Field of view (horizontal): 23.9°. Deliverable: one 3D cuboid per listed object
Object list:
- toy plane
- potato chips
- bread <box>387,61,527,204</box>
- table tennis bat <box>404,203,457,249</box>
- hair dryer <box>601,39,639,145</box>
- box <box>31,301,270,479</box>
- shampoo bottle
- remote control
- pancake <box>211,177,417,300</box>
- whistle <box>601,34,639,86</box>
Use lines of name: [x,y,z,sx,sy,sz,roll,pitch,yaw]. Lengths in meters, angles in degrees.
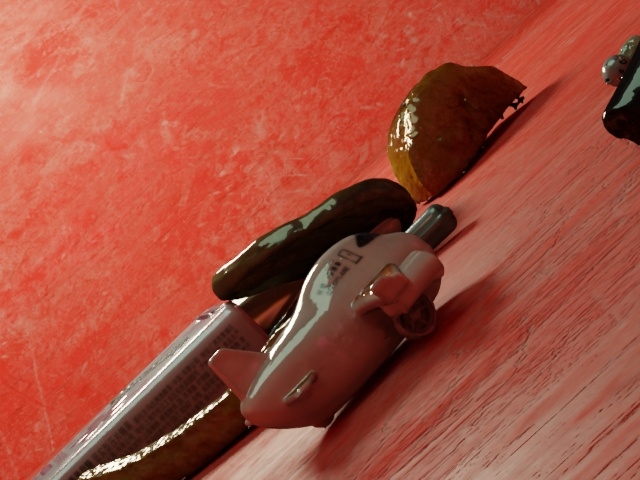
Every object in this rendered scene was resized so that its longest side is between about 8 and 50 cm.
toy plane: [0.013,0.074,1.331,0.245,0.117,0.244,-44,3,3]
potato chips: [-0.132,0.203,1.664,0.407,0.080,0.057,-39,-9,32]
bread: [0.176,-0.170,2.151,0.260,0.134,0.129,-46,4,-38]
table tennis bat: [0.064,0.046,1.701,0.237,0.038,0.149,-46,1,21]
hair dryer: [0.323,-0.179,1.398,0.303,0.120,0.359,-58,-2,-14]
box: [-0.220,0.241,1.906,0.369,0.112,0.190,-46,5,-13]
shampoo bottle: [-0.050,0.063,2.244,0.350,0.084,0.125,-42,2,10]
remote control: [0.018,0.059,1.921,0.256,0.045,0.097,-44,-9,32]
pancake: [0.000,0.000,1.920,0.294,0.049,0.294,-25,-13,-6]
whistle: [0.334,-0.197,1.624,0.100,0.035,0.035,-43,4,-27]
